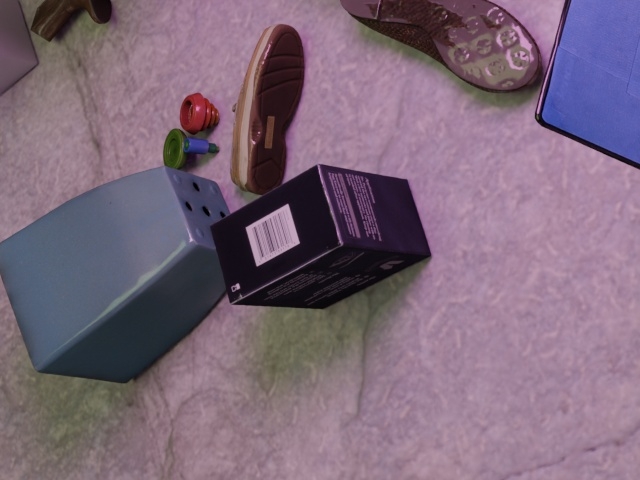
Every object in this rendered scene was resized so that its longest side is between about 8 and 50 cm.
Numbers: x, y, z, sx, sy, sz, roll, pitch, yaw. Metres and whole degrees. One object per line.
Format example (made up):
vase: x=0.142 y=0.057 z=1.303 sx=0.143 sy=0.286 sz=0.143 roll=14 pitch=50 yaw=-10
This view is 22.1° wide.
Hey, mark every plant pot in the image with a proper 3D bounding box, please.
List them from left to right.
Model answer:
plant pot: x=-0.214 y=0.027 z=1.853 sx=0.234 sy=0.165 sz=0.165 roll=-35 pitch=65 yaw=23

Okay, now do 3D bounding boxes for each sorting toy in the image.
sorting toy: x=-0.143 y=-0.120 z=1.893 sx=0.102 sy=0.042 sz=0.061 roll=-64 pitch=37 yaw=29

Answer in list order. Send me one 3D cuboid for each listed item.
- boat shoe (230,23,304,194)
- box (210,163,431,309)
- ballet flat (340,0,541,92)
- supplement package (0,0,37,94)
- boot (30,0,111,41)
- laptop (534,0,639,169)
boat shoe: x=-0.071 y=-0.149 z=1.820 sx=0.072 sy=0.068 sz=0.190 roll=18 pitch=96 yaw=50
box: x=0.000 y=0.000 z=1.682 sx=0.156 sy=0.158 sz=0.093 roll=-28 pitch=69 yaw=33
ballet flat: x=0.126 y=-0.215 z=1.679 sx=0.250 sy=0.058 sz=0.084 roll=27 pitch=93 yaw=32
supplement package: x=-0.466 y=-0.254 z=2.069 sx=0.105 sy=0.179 sz=0.105 roll=-35 pitch=65 yaw=30
boot: x=-0.314 y=-0.277 z=2.042 sx=0.114 sy=0.037 sz=0.106 roll=-39 pitch=50 yaw=25
laptop: x=0.433 y=-0.205 z=1.233 sx=0.408 sy=0.236 sz=0.382 roll=0 pitch=63 yaw=40
